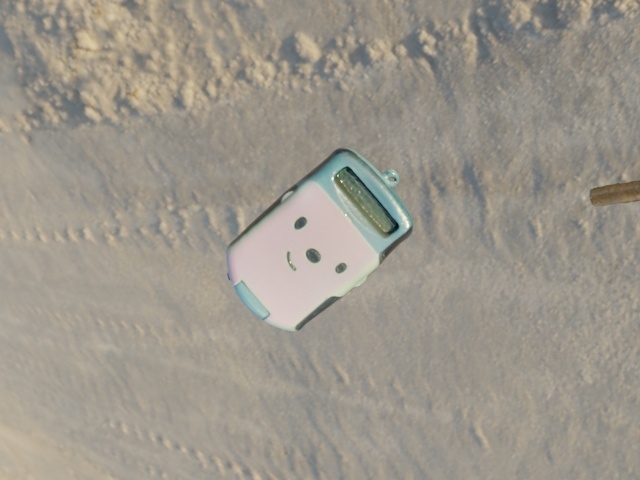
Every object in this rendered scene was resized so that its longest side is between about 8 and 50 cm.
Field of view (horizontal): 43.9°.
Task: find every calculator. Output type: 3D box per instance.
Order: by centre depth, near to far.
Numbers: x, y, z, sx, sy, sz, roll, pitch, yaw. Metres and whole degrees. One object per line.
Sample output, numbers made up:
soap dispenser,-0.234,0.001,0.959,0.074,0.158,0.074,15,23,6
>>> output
calculator,0.000,0.000,1.142,0.173,0.293,0.051,49,-174,-1

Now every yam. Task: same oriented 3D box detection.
yam,0.435,-0.070,1.058,0.145,0.032,0.032,-13,118,34
